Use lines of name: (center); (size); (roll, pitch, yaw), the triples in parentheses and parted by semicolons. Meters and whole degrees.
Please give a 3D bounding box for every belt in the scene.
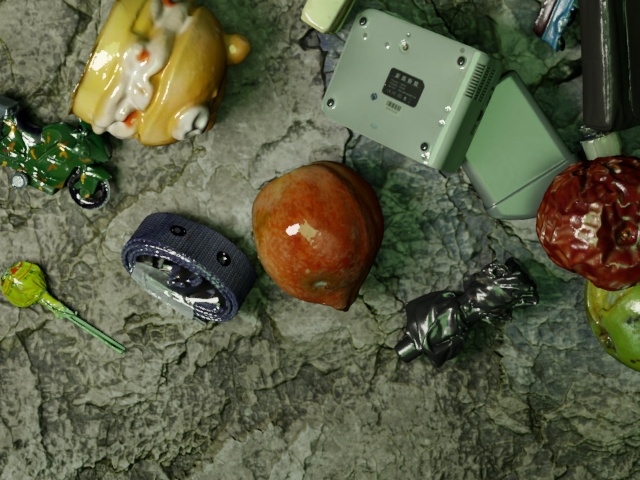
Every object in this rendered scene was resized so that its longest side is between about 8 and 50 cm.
belt: (-0.228, 0.042, 1.649); (0.230, 0.126, 0.140); (29, 131, -2)

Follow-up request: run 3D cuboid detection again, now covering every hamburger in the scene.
hamburger: (-0.259, -0.274, 1.520); (0.237, 0.276, 0.276); (24, 103, -14)

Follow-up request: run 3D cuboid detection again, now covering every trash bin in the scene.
trash bin: (0.322, -0.149, 1.578); (0.176, 0.101, 0.236); (-32, 95, 12)

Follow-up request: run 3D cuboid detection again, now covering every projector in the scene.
projector: (0.143, -0.249, 1.514); (0.250, 0.108, 0.198); (31, 105, 30)

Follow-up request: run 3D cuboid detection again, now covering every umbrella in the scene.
umbrella: (0.248, 0.127, 1.644); (0.272, 0.110, 0.122); (-35, 98, 15)

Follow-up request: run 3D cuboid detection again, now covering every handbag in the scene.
handbag: (0.515, -0.311, 1.502); (0.223, 0.080, 0.247); (-16, 109, -25)

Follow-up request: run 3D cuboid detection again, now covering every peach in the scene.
peach: (0.000, 0.000, 1.570); (0.232, 0.232, 0.257); (-27, 89, 10)

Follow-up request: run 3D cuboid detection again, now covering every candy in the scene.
candy: (-0.473, 0.133, 1.725); (0.262, 0.073, 0.077); (36, 121, -11)

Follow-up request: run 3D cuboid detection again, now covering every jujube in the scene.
jujube: (0.438, -0.033, 1.433); (0.213, 0.232, 0.213); (0, 97, 3)

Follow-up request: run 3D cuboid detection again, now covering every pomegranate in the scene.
pomegranate: (0.584, 0.082, 1.557); (0.236, 0.236, 0.302); (44, 80, -6)

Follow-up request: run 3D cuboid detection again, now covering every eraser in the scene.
eraser: (0.024, -0.395, 1.506); (0.058, 0.172, 0.117); (32, 103, -1)

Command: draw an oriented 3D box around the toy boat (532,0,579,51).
toy boat: (0.426, -0.411, 1.507); (0.097, 0.100, 0.223); (25, 106, 8)

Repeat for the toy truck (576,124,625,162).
toy truck: (0.493, -0.105, 1.577); (0.074, 0.088, 0.202); (-19, 101, 7)

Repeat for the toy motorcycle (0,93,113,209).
toy motorcycle: (-0.478, -0.175, 1.622); (0.274, 0.125, 0.187); (23, 112, -1)
